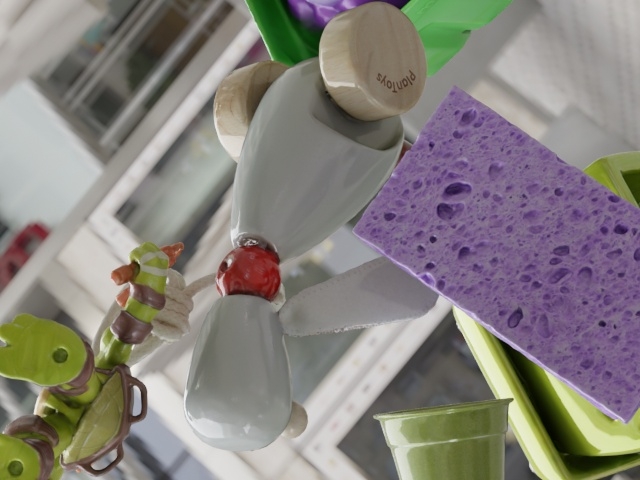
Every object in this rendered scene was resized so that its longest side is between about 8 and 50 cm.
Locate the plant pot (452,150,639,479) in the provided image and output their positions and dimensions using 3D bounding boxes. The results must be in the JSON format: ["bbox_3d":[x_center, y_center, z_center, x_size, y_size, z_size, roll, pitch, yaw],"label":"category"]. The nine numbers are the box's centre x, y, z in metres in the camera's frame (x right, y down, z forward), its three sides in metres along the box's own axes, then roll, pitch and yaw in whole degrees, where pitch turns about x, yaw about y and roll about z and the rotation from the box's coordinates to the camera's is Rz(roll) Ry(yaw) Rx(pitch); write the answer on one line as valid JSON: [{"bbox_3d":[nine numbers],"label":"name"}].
[{"bbox_3d":[0.258,0.074,1.354,0.227,0.207,0.228,-4,-118,-55],"label":"plant pot"}]

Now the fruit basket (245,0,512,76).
[{"bbox_3d":[0.032,-0.324,1.312,0.392,0.392,0.283,34,-153,-60],"label":"fruit basket"}]

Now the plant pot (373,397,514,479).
[{"bbox_3d":[0.077,0.136,0.953,0.083,0.083,0.079,21,-119,-81],"label":"plant pot"}]

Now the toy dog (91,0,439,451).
[{"bbox_3d":[0.000,0.000,1.160,0.161,0.334,0.220,32,168,-32],"label":"toy dog"}]

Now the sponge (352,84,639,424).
[{"bbox_3d":[0.137,0.008,1.022,0.210,0.117,0.031,35,177,13],"label":"sponge"}]

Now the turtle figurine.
[{"bbox_3d":[-0.166,0.118,1.038,0.087,0.269,0.217,37,-179,8],"label":"turtle figurine"}]
